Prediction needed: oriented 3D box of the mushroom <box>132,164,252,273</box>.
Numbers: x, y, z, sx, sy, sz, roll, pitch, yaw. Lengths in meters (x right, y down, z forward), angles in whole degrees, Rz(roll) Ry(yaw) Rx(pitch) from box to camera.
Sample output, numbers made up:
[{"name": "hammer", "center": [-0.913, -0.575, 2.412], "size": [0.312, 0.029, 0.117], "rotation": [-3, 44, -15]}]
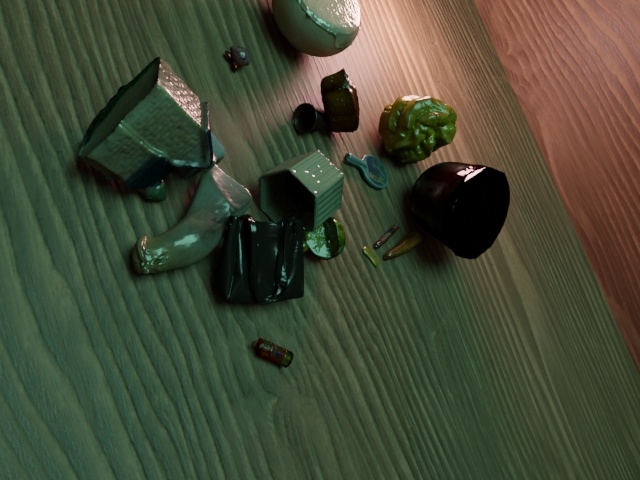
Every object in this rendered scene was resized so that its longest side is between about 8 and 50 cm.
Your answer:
[{"name": "mushroom", "center": [-0.352, -0.035, 1.495], "size": [0.177, 0.126, 0.397], "rotation": [43, 49, -15]}]

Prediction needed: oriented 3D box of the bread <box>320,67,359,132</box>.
[{"name": "bread", "center": [0.075, -0.522, 2.052], "size": [0.135, 0.247, 0.232], "rotation": [-10, 65, 2]}]

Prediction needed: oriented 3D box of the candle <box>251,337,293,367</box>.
[{"name": "candle", "center": [-0.142, 0.318, 1.556], "size": [0.130, 0.052, 0.052], "rotation": [32, 51, -26]}]

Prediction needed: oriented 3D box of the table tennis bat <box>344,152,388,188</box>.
[{"name": "table tennis bat", "center": [0.187, -0.290, 2.167], "size": [0.237, 0.038, 0.149], "rotation": [23, 56, -36]}]

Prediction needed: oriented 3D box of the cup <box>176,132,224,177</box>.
[{"name": "cup", "center": [-0.373, -0.270, 1.614], "size": [0.129, 0.095, 0.128], "rotation": [-38, 96, -44]}]

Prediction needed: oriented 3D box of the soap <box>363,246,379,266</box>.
[{"name": "soap", "center": [0.188, 0.060, 2.006], "size": [0.089, 0.012, 0.034], "rotation": [49, 45, -11]}]

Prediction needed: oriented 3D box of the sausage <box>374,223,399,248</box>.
[{"name": "sausage", "center": [0.257, -0.018, 2.098], "size": [0.028, 0.025, 0.198], "rotation": [44, 44, 4]}]

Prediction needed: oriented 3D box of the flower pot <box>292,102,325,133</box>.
[{"name": "flower pot", "center": [-0.036, -0.445, 2.008], "size": [0.089, 0.111, 0.111], "rotation": [-3, 71, -58]}]

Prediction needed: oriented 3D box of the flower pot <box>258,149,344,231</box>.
[{"name": "flower pot", "center": [-0.059, -0.155, 1.742], "size": [0.239, 0.209, 0.189], "rotation": [43, 44, 3]}]

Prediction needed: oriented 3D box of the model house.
[{"name": "model house", "center": [-0.426, -0.264, 1.434], "size": [0.284, 0.298, 0.243], "rotation": [43, 20, -33]}]

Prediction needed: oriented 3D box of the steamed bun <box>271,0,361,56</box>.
[{"name": "steamed bun", "center": [-0.030, -0.881, 2.121], "size": [0.374, 0.241, 0.375], "rotation": [15, 62, -31]}]

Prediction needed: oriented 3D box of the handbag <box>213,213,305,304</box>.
[{"name": "handbag", "center": [-0.161, 0.051, 1.574], "size": [0.285, 0.113, 0.257], "rotation": [2, 96, -40]}]

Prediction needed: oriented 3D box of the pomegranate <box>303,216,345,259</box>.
[{"name": "pomegranate", "center": [0.004, 0.000, 1.803], "size": [0.143, 0.169, 0.122], "rotation": [62, 8, 9]}]

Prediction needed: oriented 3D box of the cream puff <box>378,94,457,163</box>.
[{"name": "cream puff", "center": [0.403, -0.442, 2.280], "size": [0.324, 0.291, 0.257], "rotation": [32, 72, -51]}]

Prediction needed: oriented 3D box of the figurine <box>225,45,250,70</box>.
[{"name": "figurine", "center": [-0.285, -0.644, 1.899], "size": [0.083, 0.071, 0.067], "rotation": [57, 2, -15]}]

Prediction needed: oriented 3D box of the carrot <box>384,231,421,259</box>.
[{"name": "carrot", "center": [0.312, 0.029, 2.108], "size": [0.209, 0.061, 0.061], "rotation": [-30, 90, -41]}]

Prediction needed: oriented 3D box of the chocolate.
[{"name": "chocolate", "center": [0.528, -0.155, 2.189], "size": [0.383, 0.331, 0.384], "rotation": [-19, 120, -35]}]
